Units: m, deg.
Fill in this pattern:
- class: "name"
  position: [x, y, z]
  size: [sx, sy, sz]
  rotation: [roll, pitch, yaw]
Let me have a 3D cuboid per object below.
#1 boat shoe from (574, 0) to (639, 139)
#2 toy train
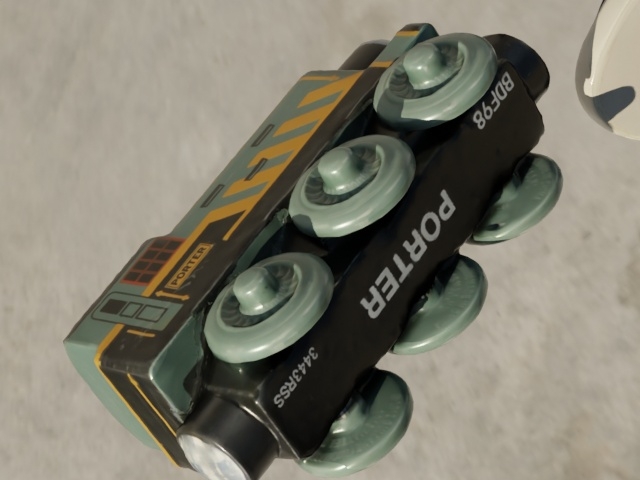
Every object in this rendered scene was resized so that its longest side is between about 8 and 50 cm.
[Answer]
- class: "boat shoe"
  position: [0.270, -0.220, 1.205]
  size: [0.340, 0.158, 0.127]
  rotation: [-47, 119, 0]
- class: "toy train"
  position: [0.000, 0.000, 1.062]
  size: [0.334, 0.190, 0.142]
  rotation: [-53, 128, -26]
